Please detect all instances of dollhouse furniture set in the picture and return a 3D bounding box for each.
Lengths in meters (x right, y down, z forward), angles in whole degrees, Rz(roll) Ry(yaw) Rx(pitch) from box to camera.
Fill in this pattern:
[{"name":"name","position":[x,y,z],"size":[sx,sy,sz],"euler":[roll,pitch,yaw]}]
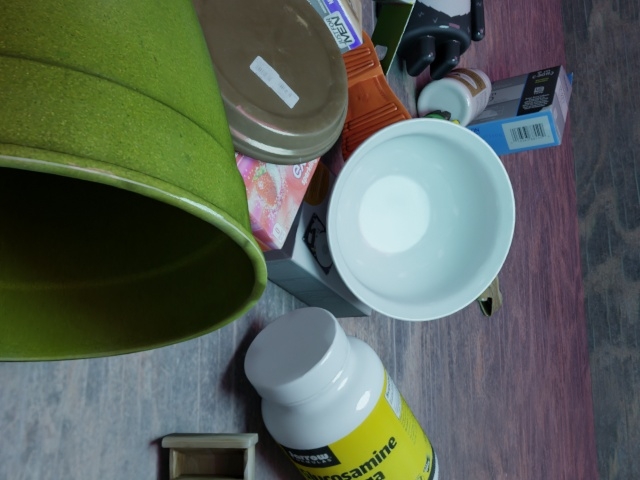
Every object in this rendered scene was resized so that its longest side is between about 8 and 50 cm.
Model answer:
[{"name":"dollhouse furniture set","position":[-0.143,0.300,0.685],"size":[0.242,0.212,0.161],"euler":[43,46,-80]}]

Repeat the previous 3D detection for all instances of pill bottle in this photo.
[{"name":"pill bottle","position":[0.331,-0.343,1.594],"size":[0.229,0.131,0.131],"euler":[-39,116,-53]},{"name":"pill bottle","position":[0.031,0.261,0.967],"size":[0.334,0.188,0.188],"euler":[59,40,-31]}]

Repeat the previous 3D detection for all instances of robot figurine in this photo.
[{"name":"robot figurine","position":[0.244,-0.499,1.455],"size":[0.209,0.173,0.278],"euler":[19,69,-54]}]

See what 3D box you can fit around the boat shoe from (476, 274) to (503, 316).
[{"name":"boat shoe","position":[0.420,0.125,1.701],"size":[0.072,0.068,0.190],"euler":[-57,131,-30]}]

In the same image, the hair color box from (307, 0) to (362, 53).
[{"name":"hair color box","position":[-0.018,-0.438,1.030],"size":[0.185,0.110,0.339],"euler":[53,29,-38]}]

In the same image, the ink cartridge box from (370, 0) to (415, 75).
[{"name":"ink cartridge box","position":[0.100,-0.444,1.207],"size":[0.097,0.189,0.255],"euler":[15,105,-17]}]

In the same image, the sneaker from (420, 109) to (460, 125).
[{"name":"sneaker","position":[0.276,-0.110,1.491],"size":[0.146,0.134,0.344],"euler":[-34,103,-47]}]

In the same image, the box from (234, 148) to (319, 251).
[{"name":"box","position":[-0.097,-0.138,0.892],"size":[0.154,0.142,0.300],"euler":[53,43,-34]}]

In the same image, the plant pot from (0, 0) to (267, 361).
[{"name":"plant pot","position":[-0.238,-0.121,0.536],"size":[0.366,0.366,0.353],"euler":[28,49,-51]}]

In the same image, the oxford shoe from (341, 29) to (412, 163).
[{"name":"oxford shoe","position":[0.096,-0.198,1.171],"size":[0.133,0.130,0.364],"euler":[46,29,-74]}]

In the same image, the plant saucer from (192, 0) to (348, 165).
[{"name":"plant saucer","position":[-0.068,-0.224,0.808],"size":[0.278,0.041,0.278],"euler":[18,60,-34]}]

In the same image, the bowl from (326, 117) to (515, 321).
[{"name":"bowl","position":[0.133,-0.037,1.014],"size":[0.297,0.134,0.298],"euler":[-3,100,-16]}]

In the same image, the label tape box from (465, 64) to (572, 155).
[{"name":"label tape box","position":[0.530,-0.373,1.794],"size":[0.115,0.249,0.348],"euler":[59,40,-32]}]

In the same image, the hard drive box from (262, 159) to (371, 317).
[{"name":"hard drive box","position":[0.000,0.000,1.062],"size":[0.232,0.089,0.181],"euler":[38,53,-48]}]
